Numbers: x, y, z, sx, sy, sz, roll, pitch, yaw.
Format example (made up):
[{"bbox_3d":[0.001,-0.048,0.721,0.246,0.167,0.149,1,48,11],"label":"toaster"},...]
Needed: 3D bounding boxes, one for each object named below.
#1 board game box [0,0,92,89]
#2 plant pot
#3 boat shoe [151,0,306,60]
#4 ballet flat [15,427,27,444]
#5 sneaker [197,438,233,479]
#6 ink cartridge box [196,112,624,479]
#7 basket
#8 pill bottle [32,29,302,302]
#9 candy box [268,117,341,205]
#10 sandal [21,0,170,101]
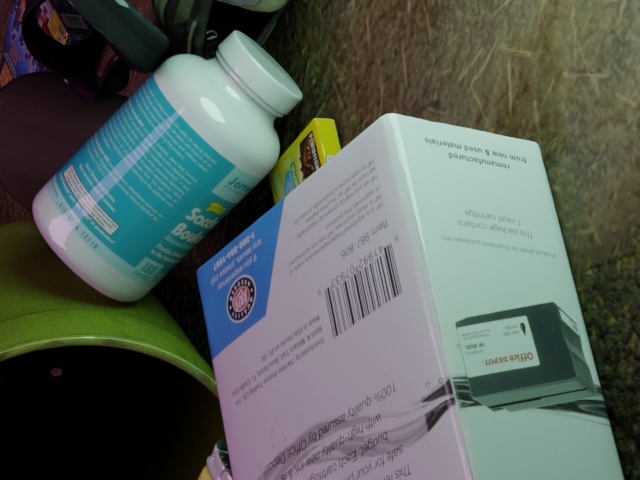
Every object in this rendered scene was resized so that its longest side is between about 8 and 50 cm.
[{"bbox_3d":[-0.340,-0.222,2.336,0.194,0.060,0.194,59,136,44],"label":"board game box"},{"bbox_3d":[-0.276,0.161,1.950,0.353,0.366,0.366,-114,38,-57],"label":"plant pot"},{"bbox_3d":[-0.051,-0.277,1.809,0.130,0.132,0.355,68,150,22],"label":"boat shoe"},{"bbox_3d":[-0.329,0.452,2.111,0.164,0.182,0.483,46,-120,-73],"label":"ballet flat"},{"bbox_3d":[-0.064,0.290,1.763,0.094,0.081,0.208,-49,46,26],"label":"sneaker"},{"bbox_3d":[0.068,0.147,1.474,0.285,0.166,0.395,-37,55,45],"label":"ink cartridge box"},{"bbox_3d":[-0.220,-0.083,2.019,0.227,0.204,0.154,16,72,50],"label":"basket"},{"bbox_3d":[-0.140,-0.076,1.811,0.264,0.146,0.146,-45,44,12],"label":"pill bottle"},{"bbox_3d":[0.000,0.000,1.764,0.105,0.027,0.206,-49,47,51],"label":"candy box"},{"bbox_3d":[-0.241,-0.210,1.896,0.107,0.167,0.446,-47,7,0],"label":"sandal"}]
